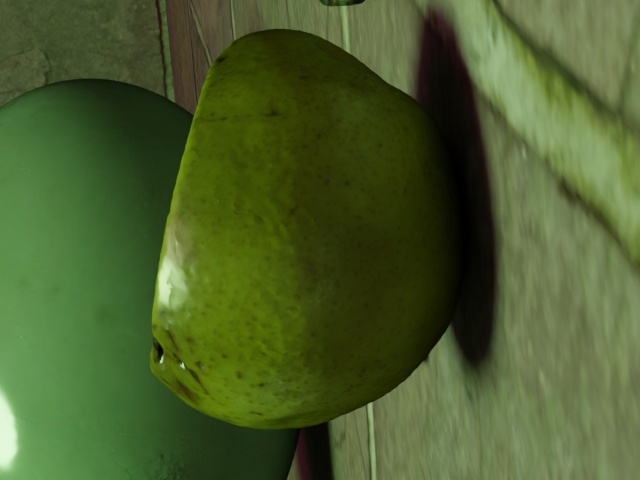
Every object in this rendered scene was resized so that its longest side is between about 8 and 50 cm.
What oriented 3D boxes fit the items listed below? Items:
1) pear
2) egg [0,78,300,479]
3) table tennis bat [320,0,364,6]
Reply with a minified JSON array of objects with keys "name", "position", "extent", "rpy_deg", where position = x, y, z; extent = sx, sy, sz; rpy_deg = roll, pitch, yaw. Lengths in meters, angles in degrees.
[{"name":"pear","position":[0.000,0.000,0.630],"extent":[0.141,0.104,0.141],"rpy_deg":[16,-90,-89]},{"name":"egg","position":[-0.148,0.075,1.210],"extent":[0.276,0.276,0.389],"rpy_deg":[99,167,-67]},{"name":"table tennis bat","position":[0.005,-0.229,0.714],"extent":[0.154,0.021,0.274],"rpy_deg":[-107,14,-65]}]
